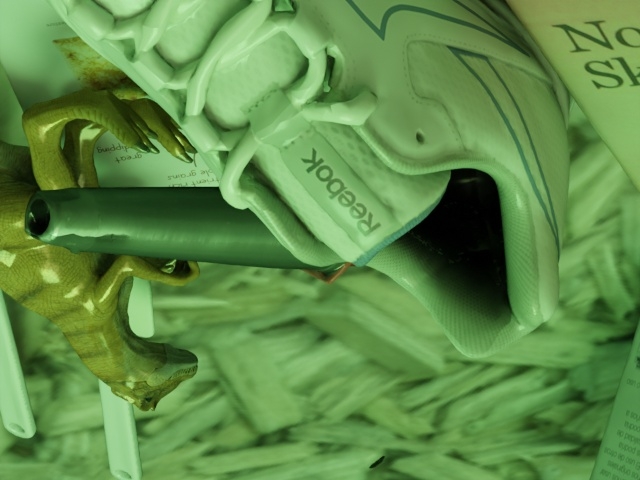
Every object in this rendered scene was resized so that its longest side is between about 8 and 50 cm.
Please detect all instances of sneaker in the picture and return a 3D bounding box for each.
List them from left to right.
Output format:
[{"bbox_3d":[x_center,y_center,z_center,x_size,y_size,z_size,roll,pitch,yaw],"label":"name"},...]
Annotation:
[{"bbox_3d":[-0.010,-0.069,0.453,0.111,0.129,0.297,-33,133,30],"label":"sneaker"}]

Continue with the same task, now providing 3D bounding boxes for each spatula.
[{"bbox_3d":[-0.150,0.032,0.703,0.168,0.019,0.242,17,147,7],"label":"spatula"}]

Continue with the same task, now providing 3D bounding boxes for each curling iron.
[{"bbox_3d":[0.000,0.000,0.566,0.068,0.035,0.274,-14,173,35],"label":"curling iron"}]

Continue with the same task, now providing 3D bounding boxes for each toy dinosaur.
[{"bbox_3d":[-0.109,-0.016,0.546,0.112,0.064,0.211,-40,110,12],"label":"toy dinosaur"}]

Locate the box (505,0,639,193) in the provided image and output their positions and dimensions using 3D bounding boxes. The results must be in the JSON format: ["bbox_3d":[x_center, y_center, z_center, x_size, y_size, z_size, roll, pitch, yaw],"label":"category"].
[{"bbox_3d":[0.148,-0.109,0.490,0.148,0.127,0.232,-4,150,33],"label":"box"}]

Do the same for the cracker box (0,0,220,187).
[{"bbox_3d":[-0.043,-0.102,0.562,0.155,0.067,0.232,-10,141,5],"label":"cracker box"}]

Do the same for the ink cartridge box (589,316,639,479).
[{"bbox_3d":[0.269,0.186,0.796,0.324,0.071,0.330,18,92,-26],"label":"ink cartridge box"}]
